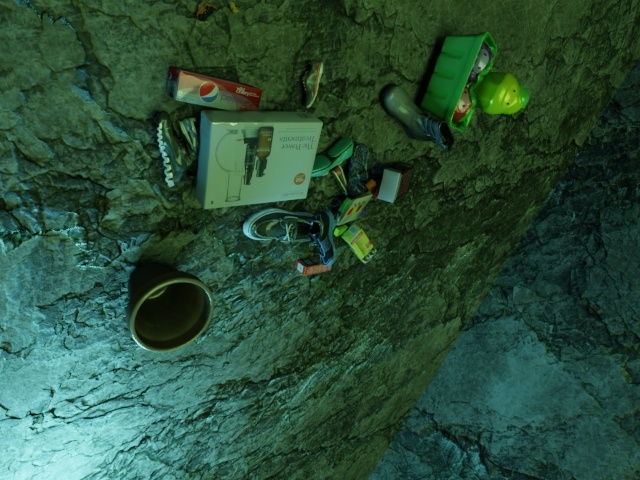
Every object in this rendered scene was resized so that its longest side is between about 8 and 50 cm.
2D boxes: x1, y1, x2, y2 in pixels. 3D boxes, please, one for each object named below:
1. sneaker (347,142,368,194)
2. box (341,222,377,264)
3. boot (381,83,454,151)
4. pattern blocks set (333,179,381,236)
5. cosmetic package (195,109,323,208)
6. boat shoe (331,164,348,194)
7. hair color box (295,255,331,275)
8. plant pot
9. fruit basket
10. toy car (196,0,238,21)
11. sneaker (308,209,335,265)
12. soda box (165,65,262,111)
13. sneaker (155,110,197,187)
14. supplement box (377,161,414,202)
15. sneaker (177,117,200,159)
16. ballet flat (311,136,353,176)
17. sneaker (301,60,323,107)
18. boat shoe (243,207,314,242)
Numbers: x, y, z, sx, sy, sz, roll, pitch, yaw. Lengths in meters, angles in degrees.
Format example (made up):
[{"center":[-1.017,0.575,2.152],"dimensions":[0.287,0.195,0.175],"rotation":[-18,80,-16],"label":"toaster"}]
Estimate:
[{"center":[0.154,-0.286,1.795],"dimensions":[0.080,0.081,0.211],"rotation":[9,109,-2],"label":"sneaker"},{"center":[0.177,0.018,1.999],"dimensions":[0.087,0.058,0.232],"rotation":[-46,143,-5],"label":"box"},{"center":[0.408,-0.495,1.797],"dimensions":[0.338,0.222,0.118],"rotation":[28,96,-45],"label":"boot"},{"center":[0.139,-0.133,1.829],"dimensions":[0.285,0.026,0.325],"rotation":[-54,164,20],"label":"pattern blocks set"},{"center":[-0.196,-0.260,1.425],"dimensions":[0.377,0.097,0.285],"rotation":[-10,132,-33],"label":"cosmetic package"},{"center":[0.087,-0.242,1.805],"dimensions":[0.043,0.049,0.137],"rotation":[-44,130,-14],"label":"boat shoe"},{"center":[-0.028,0.105,1.892],"dimensions":[0.141,0.072,0.043],"rotation":[-8,120,-38],"label":"hair color box"},{"center":[-0.503,0.185,1.428],"dimensions":[0.263,0.229,0.263],"rotation":[-19,125,-30],"label":"plant pot"},{"center":[0.649,-0.620,1.816],"dimensions":[0.283,0.392,0.392],"rotation":[-9,122,-58],"label":"fruit basket"},{"center":[-0.297,-0.651,1.263],"dimensions":[0.122,0.060,0.041],"rotation":[-27,87,-46],"label":"toy car"},{"center":[0.000,0.000,1.697],"dimensions":[0.090,0.081,0.232],"rotation":[-22,120,-34],"label":"sneaker"},{"center":[-0.310,-0.440,1.322],"dimensions":[0.263,0.092,0.084],"rotation":[-1,116,-39],"label":"soda box"},{"center":[-0.421,-0.270,1.322],"dimensions":[0.106,0.078,0.234],"rotation":[-6,125,-11],"label":"sneaker"},{"center":[0.325,-0.253,1.908],"dimensions":[0.239,0.073,0.130],"rotation":[-31,136,-59],"label":"supplement box"},{"center":[-0.383,-0.309,1.367],"dimensions":[0.059,0.053,0.144],"rotation":[-35,133,-22],"label":"sneaker"},{"center":[0.031,-0.297,1.705],"dimensions":[0.247,0.083,0.087],"rotation":[-37,147,-15],"label":"ballet flat"},{"center":[-0.040,-0.537,1.531],"dimensions":[0.064,0.061,0.158],"rotation":[11,108,-15],"label":"sneaker"},{"center":[-0.123,-0.053,1.685],"dimensions":[0.335,0.119,0.121],"rotation":[-8,119,-37],"label":"boat shoe"}]
